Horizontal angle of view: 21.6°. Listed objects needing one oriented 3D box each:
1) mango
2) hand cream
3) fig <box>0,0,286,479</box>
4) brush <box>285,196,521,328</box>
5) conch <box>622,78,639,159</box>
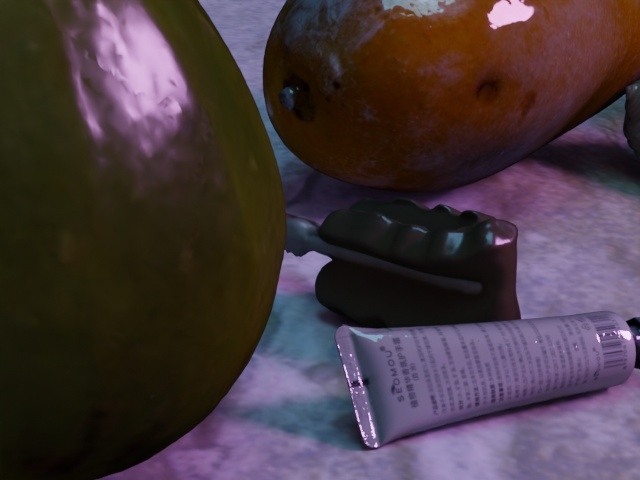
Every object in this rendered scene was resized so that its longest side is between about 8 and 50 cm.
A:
[{"bbox_3d":[0.115,-0.145,1.242,0.384,0.221,0.199,-14,71,-40],"label":"mango"},{"bbox_3d":[0.099,0.068,0.917,0.194,0.067,0.042,-6,-14,-27],"label":"hand cream"},{"bbox_3d":[-0.160,-0.042,0.782,0.316,0.316,0.316,4,21,-1],"label":"fig"},{"bbox_3d":[0.000,0.000,1.038,0.301,0.084,0.071,16,25,41],"label":"brush"},{"bbox_3d":[0.307,-0.086,1.285,0.153,0.102,0.135,6,36,4],"label":"conch"}]
